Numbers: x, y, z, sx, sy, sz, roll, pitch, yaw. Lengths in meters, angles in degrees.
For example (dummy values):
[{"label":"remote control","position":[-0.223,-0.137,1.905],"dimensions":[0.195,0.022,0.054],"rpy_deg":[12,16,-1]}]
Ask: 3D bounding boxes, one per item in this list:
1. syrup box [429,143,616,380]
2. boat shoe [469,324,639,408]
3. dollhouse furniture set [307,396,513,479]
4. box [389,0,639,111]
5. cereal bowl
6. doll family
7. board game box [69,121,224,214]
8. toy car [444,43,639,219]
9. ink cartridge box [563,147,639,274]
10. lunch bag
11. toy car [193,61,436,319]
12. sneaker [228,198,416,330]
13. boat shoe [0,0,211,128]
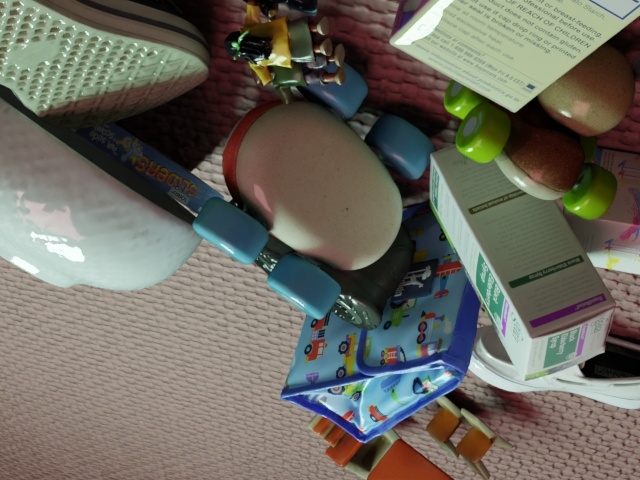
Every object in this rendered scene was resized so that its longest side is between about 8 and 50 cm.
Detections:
[{"label":"syrup box","position":[0.197,0.012,1.289],"dimensions":[0.096,0.237,0.093],"rpy_deg":[-19,148,-7]},{"label":"boat shoe","position":[0.310,0.142,1.609],"dimensions":[0.258,0.095,0.084],"rpy_deg":[8,146,-5]},{"label":"dollhouse furniture set","position":[0.102,0.328,1.865],"dimensions":[0.135,0.262,0.259],"rpy_deg":[43,172,-34]},{"label":"box","position":[0.175,-0.249,0.903],"dimensions":[0.117,0.214,0.243],"rpy_deg":[26,148,-17]},{"label":"cereal bowl","position":[-0.296,-0.051,1.369],"dimensions":[0.339,0.141,0.339],"rpy_deg":[35,180,0]},{"label":"doll family","position":[-0.047,-0.216,1.183],"dimensions":[0.111,0.076,0.193],"rpy_deg":[-1,106,21]},{"label":"board game box","position":[-0.213,-0.102,1.443],"dimensions":[0.201,0.035,0.136],"rpy_deg":[34,180,-26]},{"label":"toy car","position":[0.234,-0.141,1.178],"dimensions":[0.155,0.149,0.188],"rpy_deg":[26,120,-21]},{"label":"ink cartridge box","position":[0.321,-0.028,1.312],"dimensions":[0.143,0.092,0.090],"rpy_deg":[9,148,11]},{"label":"lunch bag","position":[0.108,0.080,1.463],"dimensions":[0.138,0.221,0.293],"rpy_deg":[30,147,-22]},{"label":"toy car","position":[-0.043,-0.071,1.371],"dimensions":[0.210,0.219,0.238],"rpy_deg":[38,172,-32]},{"label":"sneaker","position":[0.000,0.000,1.484],"dimensions":[0.286,0.130,0.109],"rpy_deg":[28,164,41]},{"label":"boat shoe","position":[-0.244,-0.215,1.149],"dimensions":[0.186,0.156,0.500],"rpy_deg":[-23,166,17]}]
